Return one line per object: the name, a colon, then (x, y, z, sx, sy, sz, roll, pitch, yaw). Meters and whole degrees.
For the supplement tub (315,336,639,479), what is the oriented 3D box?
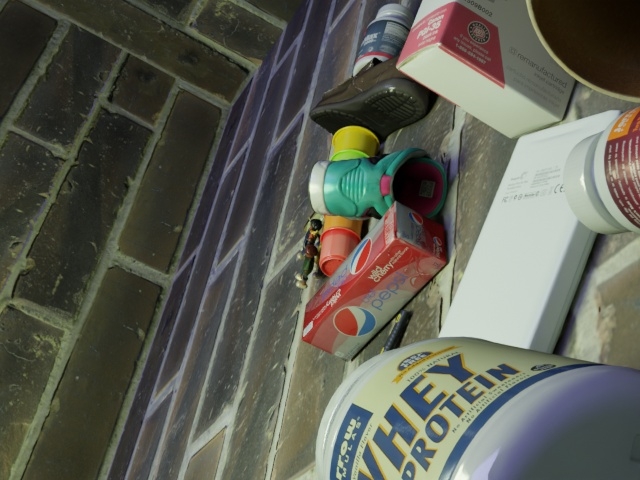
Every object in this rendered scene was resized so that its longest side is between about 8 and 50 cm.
supplement tub: (0.140, 0.199, 0.709, 0.235, 0.235, 0.325, -66, 17, -9)

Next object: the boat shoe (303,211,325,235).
boat shoe: (0.026, -0.067, 1.809, 0.153, 0.048, 0.056, -53, 6, 12)

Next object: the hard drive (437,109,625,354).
hard drive: (0.241, 0.008, 1.039, 0.308, 0.040, 0.203, -67, 17, -11)

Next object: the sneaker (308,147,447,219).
sneaker: (0.119, -0.086, 1.419, 0.295, 0.178, 0.124, -12, -75, -65)

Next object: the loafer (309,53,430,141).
loafer: (0.110, -0.278, 1.748, 0.366, 0.133, 0.130, -5, 55, 59)

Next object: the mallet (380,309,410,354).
mallet: (0.077, 0.186, 1.280, 0.190, 0.039, 0.062, -64, 14, -19)

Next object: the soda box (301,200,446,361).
soda box: (0.077, 0.067, 1.347, 0.263, 0.092, 0.083, -50, 21, 37)

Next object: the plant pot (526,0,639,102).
plant pot: (0.354, -0.304, 0.900, 0.237, 0.237, 0.254, -44, 9, 47)

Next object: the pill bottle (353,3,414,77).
pill bottle: (0.137, -0.397, 1.849, 0.108, 0.108, 0.180, -40, 28, 53)

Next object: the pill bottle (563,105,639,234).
pill bottle: (0.318, -0.068, 0.779, 0.221, 0.121, 0.121, -17, 48, 67)

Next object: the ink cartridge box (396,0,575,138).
ink cartridge box: (0.252, -0.313, 1.197, 0.117, 0.207, 0.283, -17, 49, 66)

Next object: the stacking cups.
stacking cups: (0.044, -0.069, 1.665, 0.096, 0.096, 0.316, -44, 27, 48)

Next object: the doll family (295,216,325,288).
doll family: (0.000, 0.000, 1.708, 0.193, 0.076, 0.111, -91, 12, -48)
